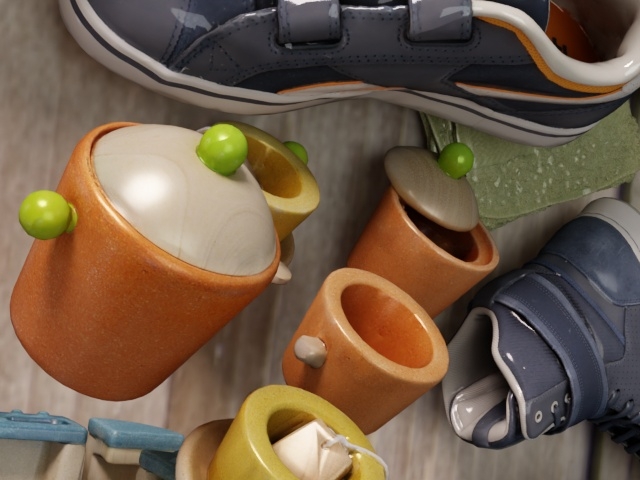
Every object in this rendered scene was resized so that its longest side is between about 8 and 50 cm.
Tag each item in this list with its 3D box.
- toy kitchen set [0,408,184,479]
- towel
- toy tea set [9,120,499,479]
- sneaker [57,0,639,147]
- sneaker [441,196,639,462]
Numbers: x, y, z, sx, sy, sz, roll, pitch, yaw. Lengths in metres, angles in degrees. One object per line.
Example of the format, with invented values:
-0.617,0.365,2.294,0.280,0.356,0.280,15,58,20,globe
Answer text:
-0.141,0.095,0.625,0.207,0.166,0.122,8,90,-27,toy kitchen set
0.128,-0.070,0.831,0.148,0.027,0.110,-20,101,-24,towel
0.000,0.000,0.647,0.200,0.336,0.124,39,117,0,toy tea set
0.035,-0.133,0.702,0.321,0.127,0.126,5,68,-23,sneaker
0.165,0.110,0.820,0.163,0.086,0.226,-33,98,-33,sneaker
